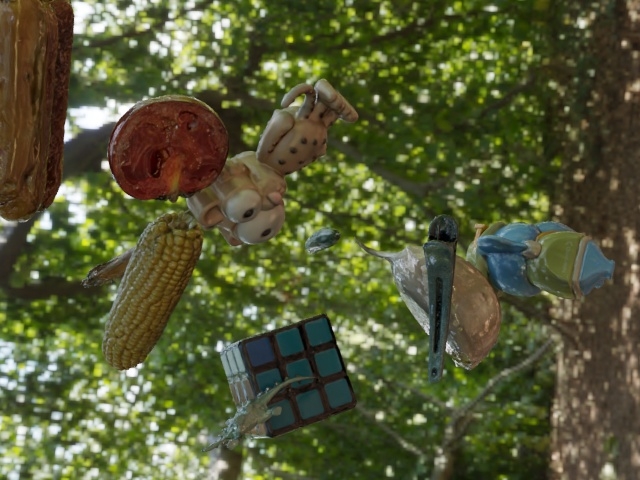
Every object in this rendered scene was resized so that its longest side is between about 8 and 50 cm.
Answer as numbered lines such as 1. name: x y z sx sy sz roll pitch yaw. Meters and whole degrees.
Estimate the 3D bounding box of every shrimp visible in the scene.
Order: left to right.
1. shrimp: -0.359 0.061 1.757 0.124 0.178 0.034 53 -170 -53

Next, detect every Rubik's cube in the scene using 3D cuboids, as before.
1. Rubik's cube: -0.056 0.224 1.508 0.163 0.162 0.161 145 107 -69

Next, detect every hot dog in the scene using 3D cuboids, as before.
1. hot dog: -0.428 -0.197 1.306 0.158 0.117 0.349 -76 -4 -69

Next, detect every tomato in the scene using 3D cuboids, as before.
1. tomato: -0.205 -0.127 1.216 0.091 0.159 0.139 -133 37 -58

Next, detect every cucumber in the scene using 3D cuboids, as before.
1. cucumber: 0.000 0.000 1.706 0.168 0.039 0.039 153 124 -69

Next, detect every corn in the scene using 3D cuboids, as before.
1. corn: -0.265 0.078 1.429 0.310 0.101 0.101 -59 9 26

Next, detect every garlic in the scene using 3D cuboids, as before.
1. garlic: 0.168 0.071 1.360 0.267 0.148 0.128 55 -152 4

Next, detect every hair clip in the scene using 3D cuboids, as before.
1. hair clip: 0.153 0.082 1.169 0.070 0.039 0.230 -64 -26 -55

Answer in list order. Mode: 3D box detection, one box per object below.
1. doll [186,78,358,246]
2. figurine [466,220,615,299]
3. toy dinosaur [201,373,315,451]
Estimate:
1. doll: -0.069 -0.109 1.303 0.278 0.119 0.154 -49 -32 16
2. figurine: 0.391 0.041 1.647 0.180 0.261 0.154 -17 -65 -66
3. toy dinosaur: -0.094 0.252 1.367 0.039 0.209 0.082 58 154 -2
